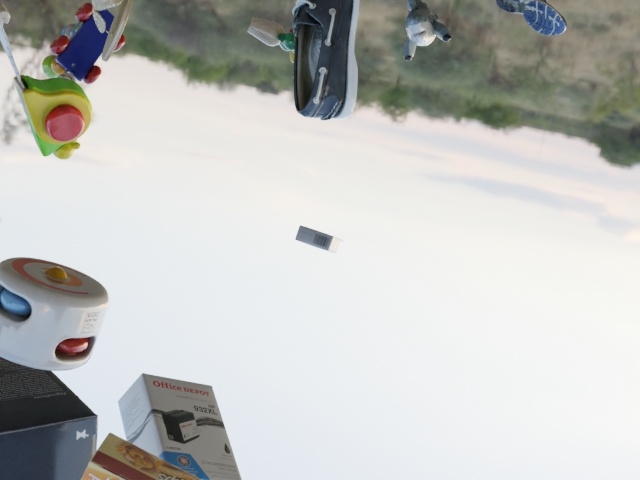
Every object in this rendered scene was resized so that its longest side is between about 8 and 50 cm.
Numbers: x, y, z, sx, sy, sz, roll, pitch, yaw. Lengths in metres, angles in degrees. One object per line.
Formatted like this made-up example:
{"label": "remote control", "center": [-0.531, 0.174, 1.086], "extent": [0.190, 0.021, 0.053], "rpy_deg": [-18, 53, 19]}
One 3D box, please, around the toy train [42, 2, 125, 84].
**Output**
{"label": "toy train", "center": [-0.501, -0.341, 1.856], "extent": [0.143, 0.248, 0.105], "rpy_deg": [0, 143, 50]}

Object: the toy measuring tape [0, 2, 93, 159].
{"label": "toy measuring tape", "center": [-0.472, -0.277, 1.664], "extent": [0.122, 0.330, 0.121], "rpy_deg": [-3, -135, 3]}

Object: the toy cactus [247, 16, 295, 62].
{"label": "toy cactus", "center": [-0.060, -0.423, 1.988], "extent": [0.181, 0.112, 0.219], "rpy_deg": [22, -162, -12]}

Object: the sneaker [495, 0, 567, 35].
{"label": "sneaker", "center": [0.362, -0.394, 1.595], "extent": [0.135, 0.052, 0.058], "rpy_deg": [41, -127, 21]}

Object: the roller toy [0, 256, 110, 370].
{"label": "roller toy", "center": [-0.447, 0.113, 1.555], "extent": [0.209, 0.146, 0.191], "rpy_deg": [18, -170, -20]}

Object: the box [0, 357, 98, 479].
{"label": "box", "center": [-0.599, 0.411, 1.820], "extent": [0.212, 0.293, 0.395], "rpy_deg": [-4, -164, -36]}

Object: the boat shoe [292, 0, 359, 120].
{"label": "boat shoe", "center": [0.001, -0.349, 1.554], "extent": [0.091, 0.302, 0.114], "rpy_deg": [-3, 176, -31]}

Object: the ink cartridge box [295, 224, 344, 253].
{"label": "ink cartridge box", "center": [0.000, 0.000, 1.652], "extent": [0.063, 0.029, 0.115], "rpy_deg": [19, 179, 12]}

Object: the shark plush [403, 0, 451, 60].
{"label": "shark plush", "center": [0.147, -0.335, 1.388], "extent": [0.073, 0.067, 0.161], "rpy_deg": [-17, -141, 28]}

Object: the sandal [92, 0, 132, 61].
{"label": "sandal", "center": [-0.325, -0.405, 1.492], "extent": [0.079, 0.240, 0.088], "rpy_deg": [21, -160, -25]}

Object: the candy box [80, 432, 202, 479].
{"label": "candy box", "center": [-0.325, 0.477, 1.505], "extent": [0.183, 0.316, 0.087], "rpy_deg": [28, -158, -3]}

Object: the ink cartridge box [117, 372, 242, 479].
{"label": "ink cartridge box", "center": [-0.345, 0.493, 2.333], "extent": [0.223, 0.129, 0.307], "rpy_deg": [19, -147, -39]}
